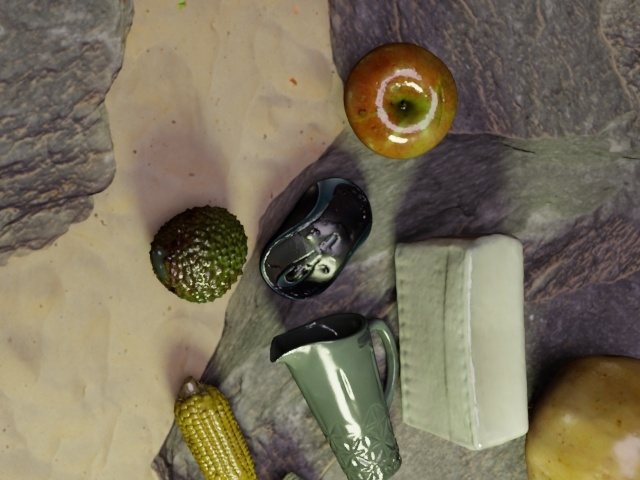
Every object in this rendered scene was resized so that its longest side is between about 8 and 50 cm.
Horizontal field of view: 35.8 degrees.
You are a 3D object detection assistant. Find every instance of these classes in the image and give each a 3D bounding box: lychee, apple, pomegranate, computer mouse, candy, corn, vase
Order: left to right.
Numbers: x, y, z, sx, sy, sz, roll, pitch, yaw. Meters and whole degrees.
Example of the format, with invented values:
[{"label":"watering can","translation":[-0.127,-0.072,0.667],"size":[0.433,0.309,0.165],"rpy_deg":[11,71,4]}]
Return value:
[{"label":"lychee","translation":[-0.193,0.021,1.622],"size":[0.171,0.171,0.171],"rpy_deg":[-1,96,-13]},{"label":"corn","translation":[-0.175,0.349,1.687],"size":[0.097,0.097,0.261],"rpy_deg":[-24,102,-10]},{"label":"computer mouse","translation":[0.000,0.000,1.692],"size":[0.137,0.096,0.233],"rpy_deg":[39,85,-14]},{"label":"vase","translation":[0.055,0.268,1.719],"size":[0.251,0.156,0.300],"rpy_deg":[-31,109,-35]},{"label":"apple","translation":[0.132,-0.234,1.662],"size":[0.196,0.196,0.195],"rpy_deg":[-1,96,-13]},{"label":"candy","translation":[0.245,0.163,1.703],"size":[0.145,0.208,0.358],"rpy_deg":[-7,96,-32]},{"label":"pomegranate","translation":[0.500,0.356,1.757],"size":[0.338,0.338,0.338],"rpy_deg":[-1,96,-13]}]

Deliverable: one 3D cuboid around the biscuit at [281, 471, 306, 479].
[{"label":"biscuit","translation":[-0.081,0.501,1.725],"size":[0.199,0.041,0.121],"rpy_deg":[-50,141,-5]}]
